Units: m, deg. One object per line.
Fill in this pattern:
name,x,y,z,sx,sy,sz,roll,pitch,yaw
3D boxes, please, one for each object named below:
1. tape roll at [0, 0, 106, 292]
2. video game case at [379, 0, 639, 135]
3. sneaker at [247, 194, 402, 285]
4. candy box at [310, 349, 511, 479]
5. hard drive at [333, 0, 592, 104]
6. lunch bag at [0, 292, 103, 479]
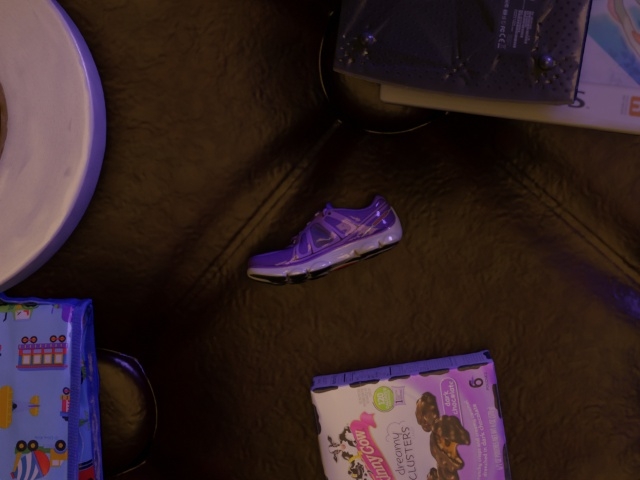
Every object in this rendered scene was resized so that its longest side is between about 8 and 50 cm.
tape roll,-0.416,-0.117,1.464,0.392,0.072,0.392,0,90,3
video game case,0.219,-0.283,1.412,0.300,0.036,0.329,10,97,23
sneaker,0.000,0.000,1.500,0.170,0.068,0.071,-20,80,-5
candy box,0.097,0.216,1.507,0.196,0.070,0.165,-9,96,2
hard drive,0.145,-0.227,1.400,0.254,0.054,0.172,11,98,24
lunch bag,-0.353,0.186,1.500,0.221,0.138,0.293,-2,86,4
